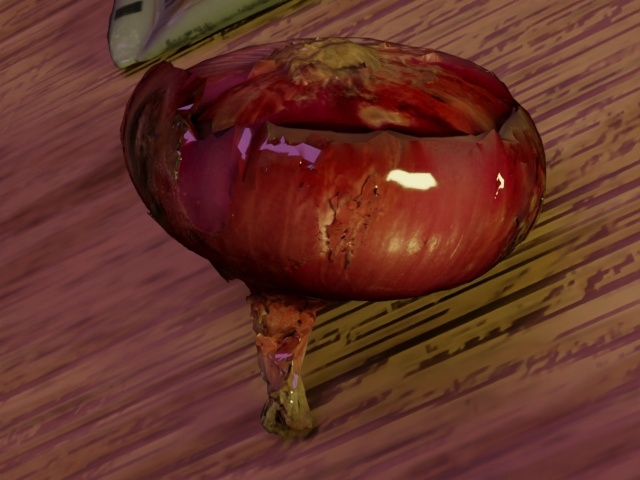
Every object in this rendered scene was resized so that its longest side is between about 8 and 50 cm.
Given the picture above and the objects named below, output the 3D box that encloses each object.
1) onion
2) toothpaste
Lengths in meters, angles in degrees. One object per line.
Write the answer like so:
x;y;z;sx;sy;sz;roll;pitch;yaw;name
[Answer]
0.000;0.000;0.483;0.150;0.140;0.150;5;15;-1;onion
0.008;-0.147;0.648;0.255;0.037;0.067;-19;50;22;toothpaste
